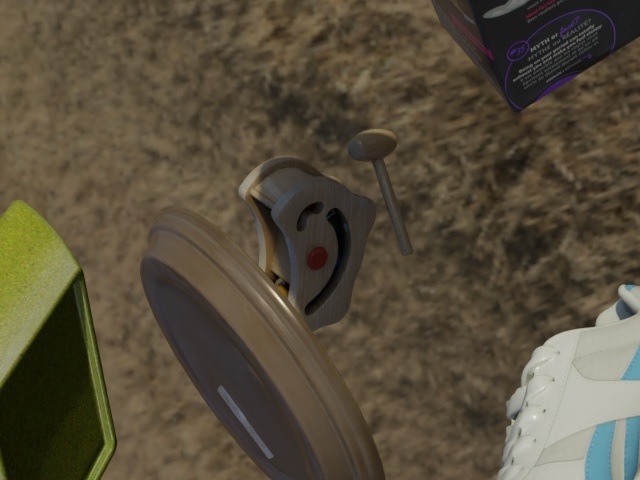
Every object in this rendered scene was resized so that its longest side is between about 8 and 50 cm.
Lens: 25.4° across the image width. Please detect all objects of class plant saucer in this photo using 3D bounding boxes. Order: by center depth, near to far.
[{"bbox_3d":[-0.163,0.101,0.777,0.188,0.045,0.188,-68,-23,-56],"label":"plant saucer"},{"bbox_3d":[-0.053,0.100,1.073,0.278,0.041,0.278,46,160,23],"label":"plant saucer"}]

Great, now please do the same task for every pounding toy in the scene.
[{"bbox_3d":[0.000,0.000,1.631,0.155,0.154,0.269,34,117,42],"label":"pounding toy"}]

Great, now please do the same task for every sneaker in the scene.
[{"bbox_3d":[0.123,0.107,0.699,0.092,0.229,0.087,40,140,18],"label":"sneaker"}]

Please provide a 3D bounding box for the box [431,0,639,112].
[{"bbox_3d":[0.169,-0.267,1.212,0.143,0.165,0.270,57,180,36],"label":"box"}]
